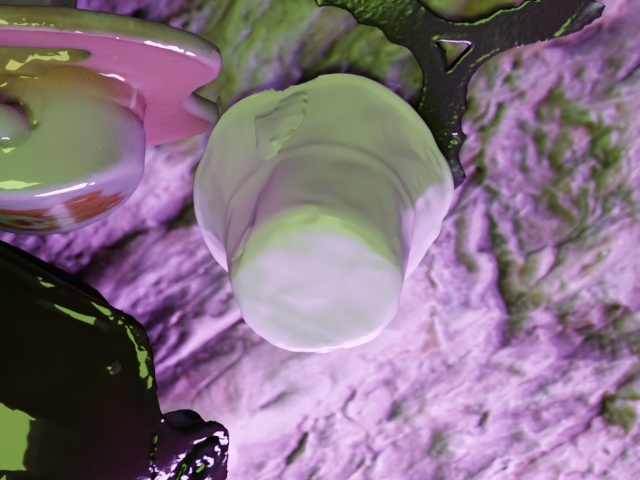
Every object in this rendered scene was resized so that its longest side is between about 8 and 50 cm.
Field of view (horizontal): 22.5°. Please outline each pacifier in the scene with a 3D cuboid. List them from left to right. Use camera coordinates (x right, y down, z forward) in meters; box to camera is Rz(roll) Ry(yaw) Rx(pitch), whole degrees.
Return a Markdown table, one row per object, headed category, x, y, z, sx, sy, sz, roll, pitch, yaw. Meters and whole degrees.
| category | x | y | z | sx | sy | sz | roll | pitch | yaw |
| --- | --- | --- | --- | --- | --- | --- | --- | --- | --- |
| pacifier | -0.179 | -0.113 | 0.977 | 0.220 | 0.332 | 0.273 | 36 | 82 | 1 |

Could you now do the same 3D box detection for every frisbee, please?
| category | x | y | z | sx | sy | sz | roll | pitch | yaw |
| --- | --- | --- | --- | --- | --- | --- | --- | --- | --- |
| frisbee | 0.106 | -0.133 | 1.112 | 0.187 | 0.012 | 0.211 | -18 | 122 | 6 |

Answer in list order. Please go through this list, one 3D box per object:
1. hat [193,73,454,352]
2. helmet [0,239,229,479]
| category | x | y | z | sx | sy | sz | roll | pitch | yaw |
| --- | --- | --- | --- | --- | --- | --- | --- | --- | --- |
| hat | 0.000 | 0.000 | 1.118 | 0.203 | 0.126 | 0.203 | 0 | 126 | 0 |
| helmet | -0.201 | 0.131 | 1.098 | 0.177 | 0.225 | 0.305 | -51 | 141 | -19 |
